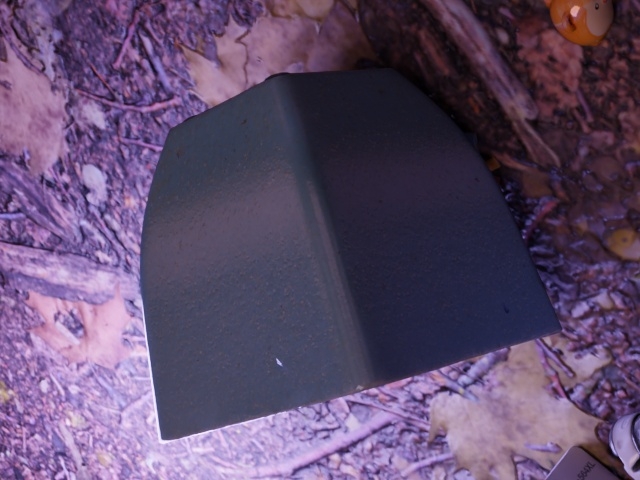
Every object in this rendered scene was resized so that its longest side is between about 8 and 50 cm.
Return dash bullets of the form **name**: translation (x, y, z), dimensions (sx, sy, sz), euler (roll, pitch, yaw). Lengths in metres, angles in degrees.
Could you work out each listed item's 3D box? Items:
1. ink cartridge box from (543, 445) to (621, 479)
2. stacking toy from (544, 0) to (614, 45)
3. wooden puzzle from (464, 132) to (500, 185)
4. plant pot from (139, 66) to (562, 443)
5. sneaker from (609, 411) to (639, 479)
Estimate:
- **ink cartridge box**: translation (0.183, 0.300, 1.270), dimensions (0.086, 0.148, 0.203), euler (37, 131, 13)
- **stacking toy**: translation (0.126, -0.262, 1.007), dimensions (0.166, 0.175, 0.302), euler (-16, 116, 42)
- **wooden puzzle**: translation (0.111, -0.067, 1.206), dimensions (0.083, 0.006, 0.049), euler (2, 116, 34)
- **plant pot**: translation (0.000, 0.000, 1.169), dimensions (0.247, 0.248, 0.252), euler (-22, 82, 44)
- **sneaker**: translation (0.345, 0.210, 1.155), dimensions (0.234, 0.078, 0.106), euler (45, 134, 7)
